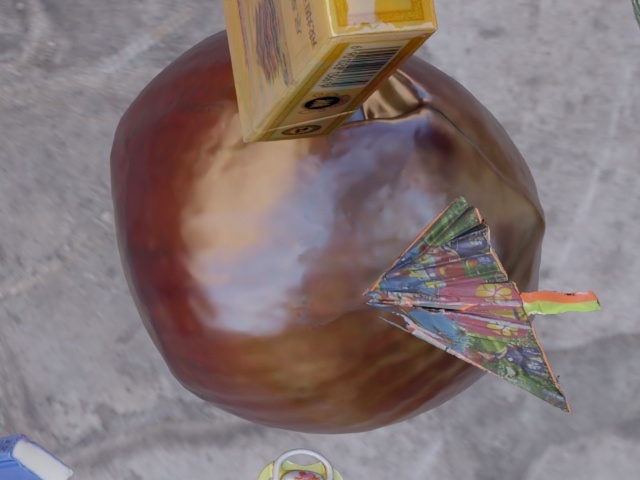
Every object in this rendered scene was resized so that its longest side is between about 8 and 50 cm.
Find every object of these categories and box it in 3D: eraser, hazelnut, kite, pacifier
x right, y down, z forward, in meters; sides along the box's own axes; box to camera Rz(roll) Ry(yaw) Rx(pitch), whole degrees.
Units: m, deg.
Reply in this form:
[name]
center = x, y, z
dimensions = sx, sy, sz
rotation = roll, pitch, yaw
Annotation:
[eraser]
center = -0.264, 0.198, 1.504
dimensions = 0.063, 0.084, 0.027
rotation = 40, 59, -24
[hazelnut]
center = 0.000, 0.000, 1.620
dimensions = 0.402, 0.402, 0.429
rotation = -39, 137, -9
[kite]
center = 0.114, 0.048, 1.195
dimensions = 0.241, 0.183, 0.014
rotation = 56, 45, -37
[pacifier]
center = -0.020, 0.227, 1.558
dimensions = 0.083, 0.064, 0.068
rotation = 5, 66, -9

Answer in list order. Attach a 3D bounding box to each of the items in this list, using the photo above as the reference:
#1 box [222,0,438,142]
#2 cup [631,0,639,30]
[box]
center = -0.005, -0.185, 1.196
dimensions = 0.076, 0.274, 0.174
rotation = -5, 80, -15
[cup]
center = 0.304, -0.165, 1.365
dimensions = 0.120, 0.120, 0.141
rotation = -48, 135, -6
